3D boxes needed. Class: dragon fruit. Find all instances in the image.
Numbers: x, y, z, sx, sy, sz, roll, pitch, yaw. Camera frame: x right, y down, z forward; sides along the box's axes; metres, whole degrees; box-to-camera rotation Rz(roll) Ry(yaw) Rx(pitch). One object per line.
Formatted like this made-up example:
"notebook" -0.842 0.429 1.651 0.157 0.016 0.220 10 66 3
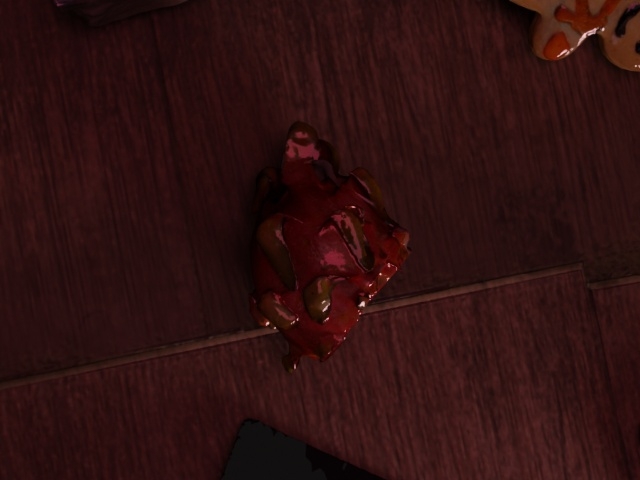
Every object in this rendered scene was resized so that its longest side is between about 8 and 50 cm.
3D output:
"dragon fruit" 0.000 0.000 0.972 0.150 0.133 0.208 7 65 -37

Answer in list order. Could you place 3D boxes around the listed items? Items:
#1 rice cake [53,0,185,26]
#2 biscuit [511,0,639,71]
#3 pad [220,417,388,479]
"rice cake" -0.037 -0.263 1.015 0.399 0.064 0.070 -18 79 -14
"biscuit" 0.229 -0.230 1.054 0.234 0.030 0.153 34 109 -18
"pad" 0.028 0.269 0.986 0.265 0.009 0.159 26 63 -10
